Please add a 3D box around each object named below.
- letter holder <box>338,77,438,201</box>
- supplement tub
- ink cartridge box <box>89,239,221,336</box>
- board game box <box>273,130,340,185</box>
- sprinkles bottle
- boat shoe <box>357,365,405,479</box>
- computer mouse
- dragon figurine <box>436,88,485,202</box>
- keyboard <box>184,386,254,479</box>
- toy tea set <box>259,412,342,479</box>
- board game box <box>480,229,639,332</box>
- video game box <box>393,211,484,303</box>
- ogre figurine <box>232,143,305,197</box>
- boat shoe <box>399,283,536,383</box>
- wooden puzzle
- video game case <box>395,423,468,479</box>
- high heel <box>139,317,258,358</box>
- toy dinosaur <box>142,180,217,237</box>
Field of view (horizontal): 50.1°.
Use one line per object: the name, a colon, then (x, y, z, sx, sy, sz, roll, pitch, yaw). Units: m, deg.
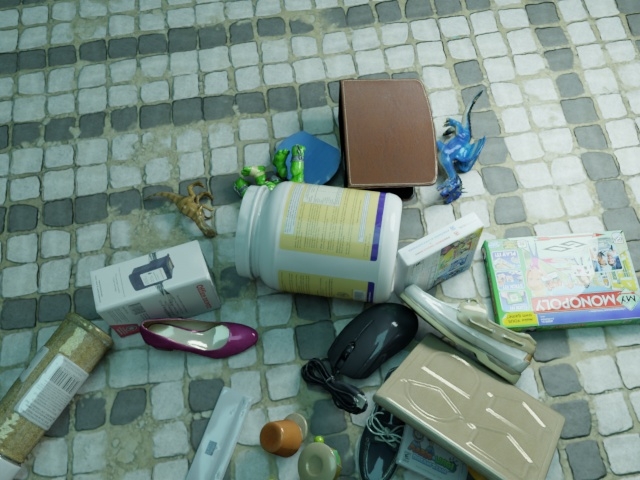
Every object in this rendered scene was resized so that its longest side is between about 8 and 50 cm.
letter holder: (0.158, -0.223, 1.638, 0.214, 0.152, 0.302, -3, 64, -1)
supplement tub: (0.000, 0.000, 1.484, 0.331, 0.241, 0.241, 8, 65, 6)
ink cartridge box: (-0.350, 0.107, 1.483, 0.237, 0.172, 0.100, -17, 64, -6)
board game box: (-0.034, -0.191, 1.695, 0.168, 0.033, 0.133, 31, 74, 21)
sprinkles bottle: (-0.582, 0.322, 1.417, 0.121, 0.121, 0.355, 28, 68, 15)
boat shoe: (0.140, 0.374, 1.385, 0.095, 0.079, 0.255, 21, 68, 8)
computer mouse: (0.096, 0.219, 1.439, 0.272, 0.072, 0.188, -42, 44, -21)
dragon figurine: (0.347, -0.222, 1.661, 0.144, 0.085, 0.289, 36, 75, 16)
keyboard: (-0.216, 0.431, 1.411, 0.072, 0.014, 0.256, 14, 65, 15)
toy tea set: (-0.015, 0.502, 1.333, 0.200, 0.124, 0.336, -18, 64, 26)
board game box: (0.536, 0.091, 1.526, 0.317, 0.046, 0.214, -4, 63, 0)
video game box: (0.249, 0.041, 1.473, 0.187, 0.205, 0.048, -24, 64, -10)
ogre figurine: (-0.109, -0.138, 1.633, 0.197, 0.097, 0.118, -23, 72, -2)
boat shoe: (0.309, 0.172, 1.437, 0.302, 0.113, 0.103, 35, 91, 0)
wooden puzzle: (0.284, 0.336, 1.305, 0.322, 0.348, 0.081, 32, 114, 17)
video game case: (0.232, 0.402, 1.355, 0.157, 0.019, 0.143, 29, 59, -15)
high heel: (-0.259, 0.196, 1.466, 0.244, 0.117, 0.082, 3, 64, 4)
toy dinosaur: (-0.322, -0.092, 1.640, 0.211, 0.064, 0.112, 36, 72, 18)
